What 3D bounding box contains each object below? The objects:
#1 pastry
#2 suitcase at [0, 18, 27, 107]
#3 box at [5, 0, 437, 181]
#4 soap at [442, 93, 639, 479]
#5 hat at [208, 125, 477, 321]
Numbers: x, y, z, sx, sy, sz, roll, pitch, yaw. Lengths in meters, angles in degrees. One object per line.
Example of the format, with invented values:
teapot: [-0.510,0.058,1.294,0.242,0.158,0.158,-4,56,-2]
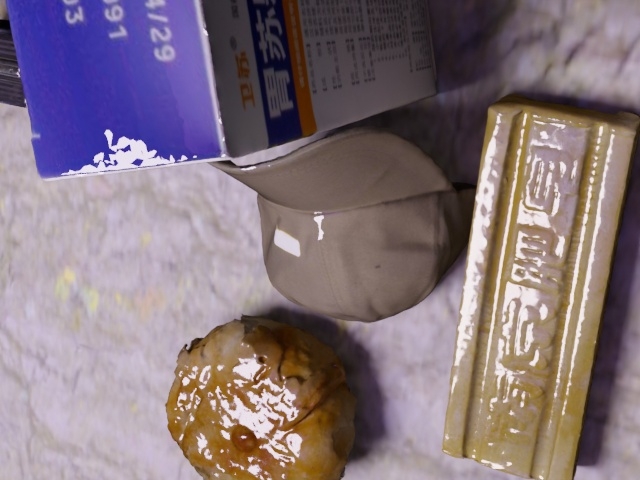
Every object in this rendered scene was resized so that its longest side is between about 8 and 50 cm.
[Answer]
pastry: [-0.043,0.129,0.726,0.153,0.081,0.153,3,95,31]
suitcase: [-0.233,-0.136,0.746,0.126,0.086,0.059,13,107,23]
box: [-0.037,-0.156,0.521,0.107,0.299,0.200,-4,101,26]
soap: [0.141,0.035,0.634,0.092,0.037,0.251,12,108,22]
hat: [0.000,0.000,0.621,0.166,0.173,0.144,0,99,29]
